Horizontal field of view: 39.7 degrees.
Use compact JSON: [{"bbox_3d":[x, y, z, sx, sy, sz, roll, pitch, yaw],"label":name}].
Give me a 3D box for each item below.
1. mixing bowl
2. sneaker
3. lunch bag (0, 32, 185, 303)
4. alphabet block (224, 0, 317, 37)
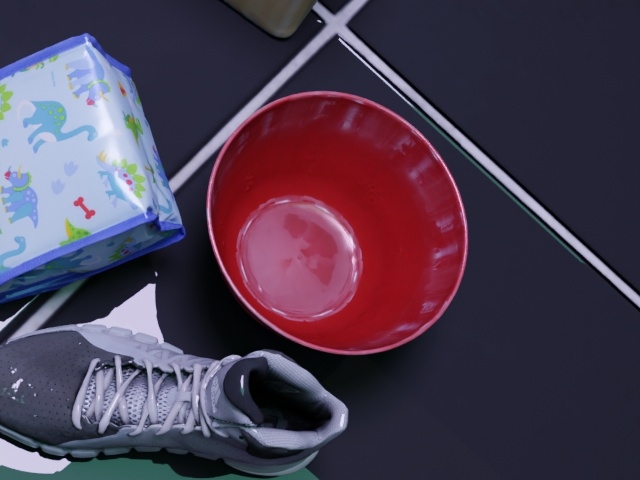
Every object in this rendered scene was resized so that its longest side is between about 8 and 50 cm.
[{"bbox_3d":[0.000,0.000,0.617,0.182,0.098,0.181,7,69,-18],"label":"mixing bowl"},{"bbox_3d":[-0.089,0.087,0.534,0.229,0.132,0.086,11,69,-17],"label":"sneaker"},{"bbox_3d":[-0.180,-0.037,0.566,0.151,0.096,0.128,-22,79,4],"label":"lunch bag"},{"bbox_3d":[-0.032,-0.308,0.656,0.193,0.197,0.192,33,63,-7],"label":"alphabet block"}]
